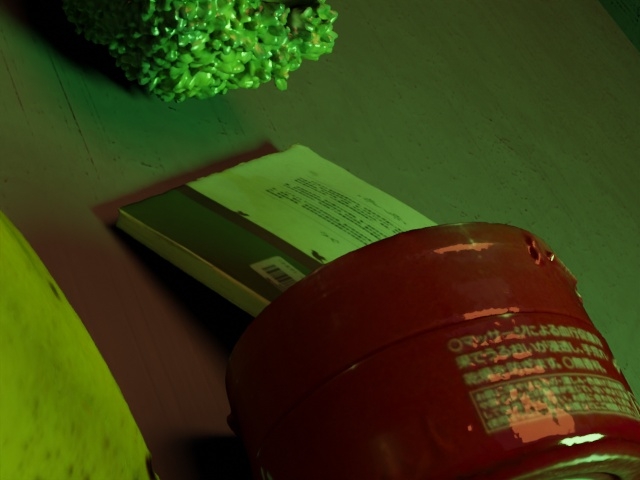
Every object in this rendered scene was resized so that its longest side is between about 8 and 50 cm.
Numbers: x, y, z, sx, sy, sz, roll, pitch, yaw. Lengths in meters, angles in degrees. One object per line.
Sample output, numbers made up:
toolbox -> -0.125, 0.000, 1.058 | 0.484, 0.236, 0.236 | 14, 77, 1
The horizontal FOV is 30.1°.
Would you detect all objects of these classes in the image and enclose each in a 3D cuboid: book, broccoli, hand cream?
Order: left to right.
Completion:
broccoli -> -0.093, -0.232, 0.962 | 0.259, 0.235, 0.288 | -10, 61, -18
book -> 0.000, 0.000, 0.899 | 0.201, 0.026, 0.289 | 30, 23, 17
hand cream -> 0.068, 0.111, 0.683 | 0.230, 0.230, 0.149 | 16, 39, -45

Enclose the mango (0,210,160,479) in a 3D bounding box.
mango -> -0.144, 0.095, 0.377 | 0.160, 0.290, 0.191 | 24, 47, 29
